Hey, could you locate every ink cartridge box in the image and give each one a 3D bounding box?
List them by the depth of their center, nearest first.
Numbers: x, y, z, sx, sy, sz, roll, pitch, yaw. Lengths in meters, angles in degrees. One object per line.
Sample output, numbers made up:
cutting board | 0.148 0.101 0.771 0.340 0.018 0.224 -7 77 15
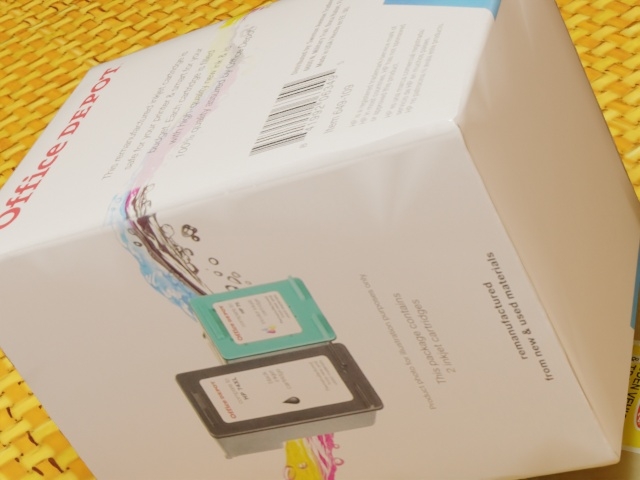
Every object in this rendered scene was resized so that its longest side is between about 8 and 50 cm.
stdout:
ink cartridge box | 0.000 0.000 0.723 0.270 0.197 0.198 -14 31 27

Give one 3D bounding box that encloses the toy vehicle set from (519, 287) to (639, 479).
toy vehicle set | 0.141 0.085 0.745 0.166 0.035 0.267 10 45 32
